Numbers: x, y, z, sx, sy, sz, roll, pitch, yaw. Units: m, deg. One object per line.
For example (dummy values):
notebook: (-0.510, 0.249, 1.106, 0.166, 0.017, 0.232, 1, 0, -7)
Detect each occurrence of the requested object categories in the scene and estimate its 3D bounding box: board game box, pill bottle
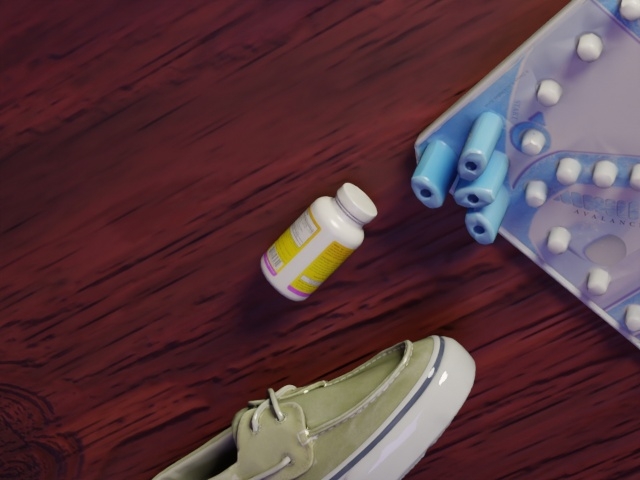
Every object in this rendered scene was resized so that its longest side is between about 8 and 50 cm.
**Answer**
board game box: (0.303, -0.018, 0.721, 0.390, 0.050, 0.390, 39, 136, -11)
pill bottle: (0.000, 0.000, 0.851, 0.043, 0.043, 0.083, 40, 112, -12)

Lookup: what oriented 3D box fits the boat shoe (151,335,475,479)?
boat shoe: (-0.023, 0.155, 0.890, 0.094, 0.109, 0.302, 45, 114, -11)
